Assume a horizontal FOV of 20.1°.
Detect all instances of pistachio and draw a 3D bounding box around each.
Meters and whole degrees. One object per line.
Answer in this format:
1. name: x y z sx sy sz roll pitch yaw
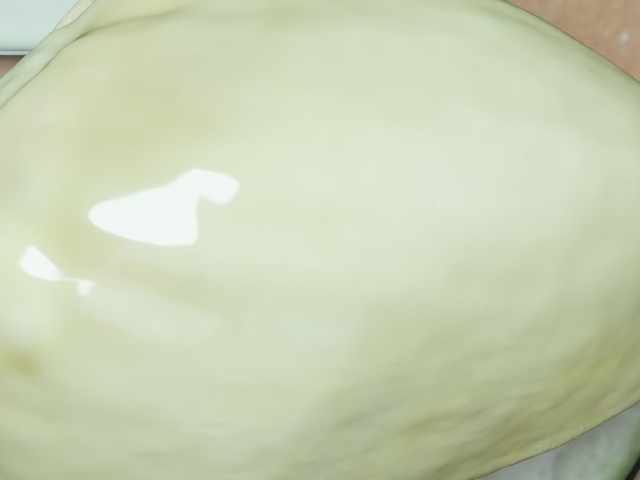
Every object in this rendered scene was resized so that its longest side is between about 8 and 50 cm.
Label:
1. pistachio: 0.000 0.000 0.646 0.318 0.193 0.214 0 89 -18

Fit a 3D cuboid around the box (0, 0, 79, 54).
1. box: -0.177 -0.141 0.679 0.285 0.044 0.142 0 107 -6
